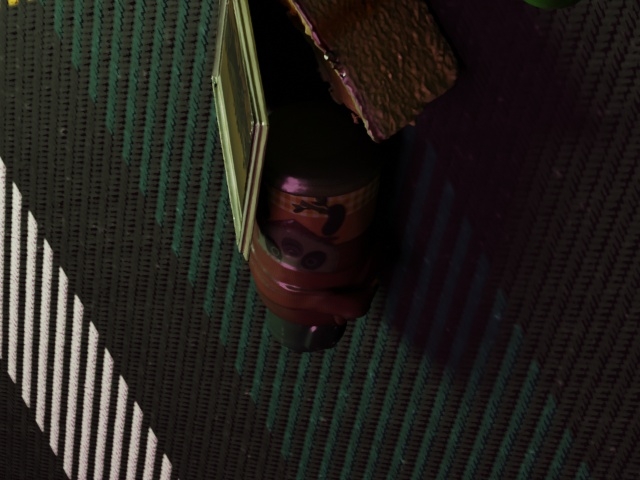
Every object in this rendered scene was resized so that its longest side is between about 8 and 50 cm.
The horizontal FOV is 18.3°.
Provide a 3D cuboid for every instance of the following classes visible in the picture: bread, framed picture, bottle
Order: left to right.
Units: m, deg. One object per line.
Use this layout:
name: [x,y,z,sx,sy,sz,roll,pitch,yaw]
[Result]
framed picture: [-0.081,-0.136,1.929,0.197,0.014,0.252,100,164,-49]
bread: [-0.012,-0.199,1.822,0.178,0.135,0.240,-15,112,54]
bottle: [0.000,0.000,1.996,0.271,0.143,0.156,93,154,-42]

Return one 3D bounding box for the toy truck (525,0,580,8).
toy truck: [0.166,-0.264,1.522,0.125,0.101,0.242,32,167,12]
